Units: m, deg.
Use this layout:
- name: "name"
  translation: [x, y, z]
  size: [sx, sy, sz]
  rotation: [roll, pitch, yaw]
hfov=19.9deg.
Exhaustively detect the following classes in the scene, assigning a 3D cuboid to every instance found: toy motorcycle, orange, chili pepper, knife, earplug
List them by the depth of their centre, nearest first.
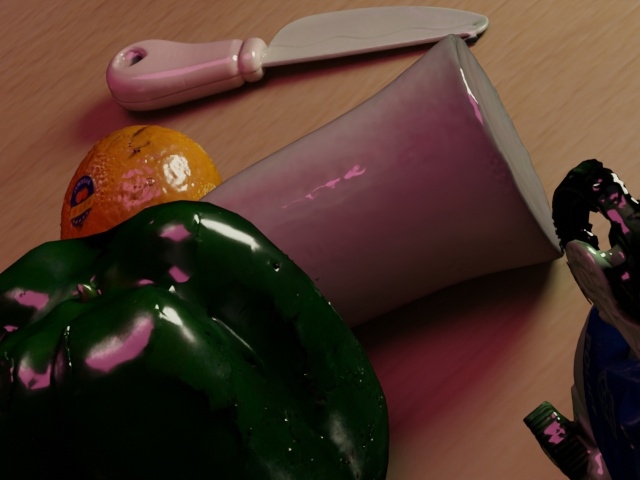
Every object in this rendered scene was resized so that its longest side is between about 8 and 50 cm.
- name: "toy motorcycle"
  translation: [0.191, 0.111, 0.919]
  size: [0.125, 0.331, 0.196]
  rotation: [-27, 46, -8]
- name: "chili pepper"
  translation: [-0.095, 0.113, 1.138]
  size: [0.249, 0.256, 0.233]
  rotation: [-22, 37, 12]
- name: "earplug"
  translation: [0.000, 0.000, 1.275]
  size: [0.301, 0.172, 0.172]
  rotation: [-27, 41, 12]
- name: "orange"
  translation: [-0.131, -0.021, 1.387]
  size: [0.135, 0.118, 0.135]
  rotation: [-25, 61, 58]
- name: "knife"
  translation: [-0.020, -0.162, 1.536]
  size: [0.336, 0.043, 0.081]
  rotation: [-7, 39, 14]
